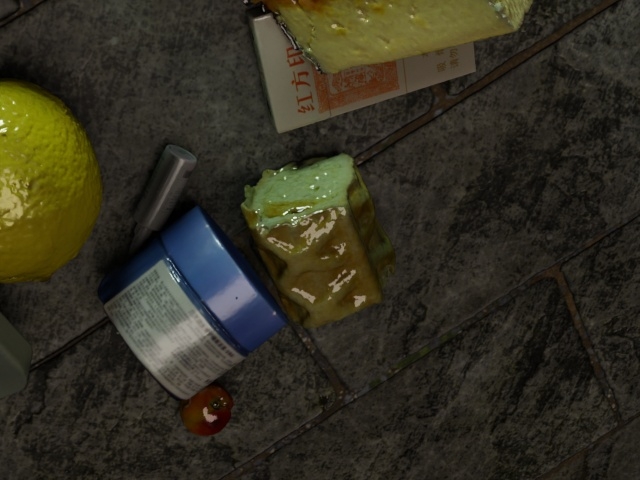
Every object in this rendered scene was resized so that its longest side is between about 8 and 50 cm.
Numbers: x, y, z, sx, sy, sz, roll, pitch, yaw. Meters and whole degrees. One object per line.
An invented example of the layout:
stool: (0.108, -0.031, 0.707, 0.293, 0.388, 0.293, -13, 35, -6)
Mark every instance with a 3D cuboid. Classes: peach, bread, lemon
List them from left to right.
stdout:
lemon: (-0.446, -0.081, 1.508, 0.268, 0.268, 0.322, -31, 125, -3)
peach: (-0.212, 0.310, 1.939, 0.100, 0.101, 0.101, -10, 122, -17)
bread: (0.002, -0.004, 1.784, 0.238, 0.196, 0.252, -19, 121, -7)
bread: (0.083, -0.435, 1.622, 0.404, 0.242, 0.346, -15, 119, 22)

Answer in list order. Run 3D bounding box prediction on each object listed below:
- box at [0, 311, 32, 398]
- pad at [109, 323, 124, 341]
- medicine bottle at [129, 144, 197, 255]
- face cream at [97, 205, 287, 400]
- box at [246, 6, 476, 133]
box: (-0.675, 0.147, 1.582, 0.367, 0.090, 0.373, -19, 133, 11)
pad: (-0.270, 0.127, 1.860, 0.190, 0.004, 0.127, 2, 117, -24)
medicine bottle: (-0.269, -0.059, 1.720, 0.057, 0.058, 0.199, 19, 110, -30)
face cream: (-0.213, 0.104, 1.719, 0.225, 0.249, 0.249, -36, 125, -2)
box: (0.074, -0.323, 1.711, 0.365, 0.051, 0.205, -19, 123, -12)
